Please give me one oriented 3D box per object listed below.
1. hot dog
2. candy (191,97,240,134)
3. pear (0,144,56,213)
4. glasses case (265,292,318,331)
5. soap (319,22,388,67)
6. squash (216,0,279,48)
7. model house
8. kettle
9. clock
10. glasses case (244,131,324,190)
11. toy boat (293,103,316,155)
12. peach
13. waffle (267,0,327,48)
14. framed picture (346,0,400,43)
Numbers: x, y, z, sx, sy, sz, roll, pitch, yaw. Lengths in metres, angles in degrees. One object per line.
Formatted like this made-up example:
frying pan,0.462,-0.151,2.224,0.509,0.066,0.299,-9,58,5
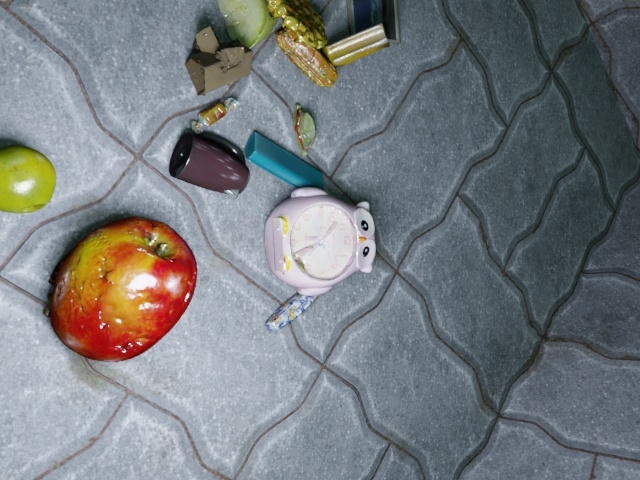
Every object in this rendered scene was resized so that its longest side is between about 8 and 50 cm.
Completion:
hot dog,-0.044,-0.641,1.790,0.269,0.115,0.072,37,53,-25
candy,-0.343,-0.406,1.639,0.182,0.046,0.053,-39,114,-22
pear,-0.783,-0.176,1.295,0.180,0.166,0.216,-28,84,-17
glasses case,-0.091,0.233,1.795,0.248,0.087,0.065,-37,98,-27
soap,0.119,-0.701,1.856,0.160,0.257,0.080,-53,125,-72
squash,-0.228,-0.777,1.725,0.203,0.155,0.237,-18,106,6
model house,-0.295,-0.570,1.546,0.180,0.248,0.176,-33,108,-30
kettle,-0.340,-0.243,1.607,0.232,0.144,0.202,22,48,-39
clock,0.000,0.000,1.756,0.376,0.250,0.369,-4,93,-27
glasses case,-0.121,-0.249,1.758,0.300,0.070,0.117,30,35,-31
toy boat,-0.059,-0.397,1.812,0.089,0.071,0.185,-11,96,-31
peach,-0.551,0.141,1.392,0.339,0.353,0.416,37,113,-22
waffle,-0.094,-0.777,1.693,0.325,0.068,0.302,51,32,-5
framed picture,0.211,-0.883,2.014,0.259,0.023,0.189,-10,99,-34
